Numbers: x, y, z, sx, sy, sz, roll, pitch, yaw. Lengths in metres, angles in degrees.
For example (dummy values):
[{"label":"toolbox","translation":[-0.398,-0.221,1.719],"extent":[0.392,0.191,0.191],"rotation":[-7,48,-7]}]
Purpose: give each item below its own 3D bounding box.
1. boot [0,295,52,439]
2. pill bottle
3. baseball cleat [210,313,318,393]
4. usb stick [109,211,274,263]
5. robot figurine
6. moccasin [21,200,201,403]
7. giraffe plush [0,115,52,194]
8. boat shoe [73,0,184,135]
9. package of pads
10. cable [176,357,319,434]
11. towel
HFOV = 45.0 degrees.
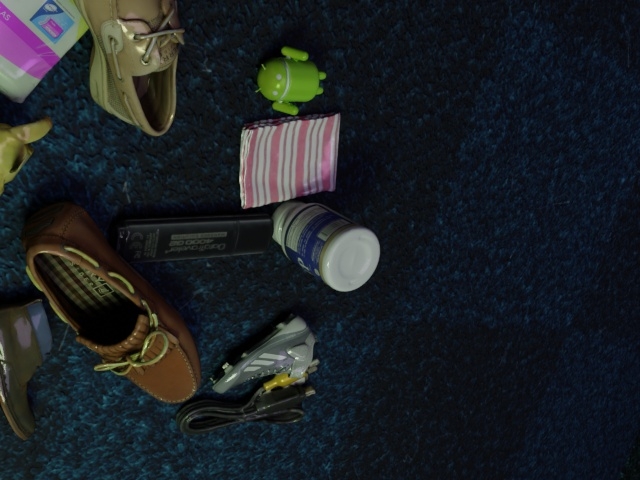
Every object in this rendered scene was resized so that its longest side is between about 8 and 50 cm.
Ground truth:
[{"label":"boot","translation":[-0.422,0.183,1.110],"extent":[0.106,0.082,0.219],"rotation":[-25,122,-25]},{"label":"pill bottle","translation":[0.000,0.000,1.284],"extent":[0.112,0.187,0.112],"rotation":[-17,120,-32]},{"label":"baseball cleat","translation":[-0.090,0.223,1.377],"extent":[0.206,0.072,0.109],"rotation":[-39,90,-17]},{"label":"usb stick","translation":[-0.196,-0.006,1.224],"extent":[0.278,0.045,0.077],"rotation":[-4,121,-37]},{"label":"robot figurine","translation":[-0.049,-0.251,1.207],"extent":[0.115,0.067,0.101],"rotation":[-6,120,-37]},{"label":"moccasin","translation":[-0.289,0.117,1.117],"extent":[0.139,0.147,0.380],"rotation":[-19,127,5]},{"label":"giraffe plush","translation":[-0.443,-0.114,0.906],"extent":[0.170,0.210,0.181],"rotation":[38,52,-19]},{"label":"boat shoe","translation":[-0.212,-0.257,0.932],"extent":[0.121,0.110,0.341],"rotation":[-47,169,-27]},{"label":"package of pads","translation":[-0.350,-0.348,0.900],"extent":[0.296,0.101,0.229],"rotation":[-51,134,-8]},{"label":"cable","translation":[-0.131,0.303,1.436],"extent":[0.287,0.072,0.139],"rotation":[-11,135,-21]},{"label":"towel","translation":[-0.046,-0.134,1.291],"extent":[0.197,0.029,0.144],"rotation":[-14,119,-34]}]
